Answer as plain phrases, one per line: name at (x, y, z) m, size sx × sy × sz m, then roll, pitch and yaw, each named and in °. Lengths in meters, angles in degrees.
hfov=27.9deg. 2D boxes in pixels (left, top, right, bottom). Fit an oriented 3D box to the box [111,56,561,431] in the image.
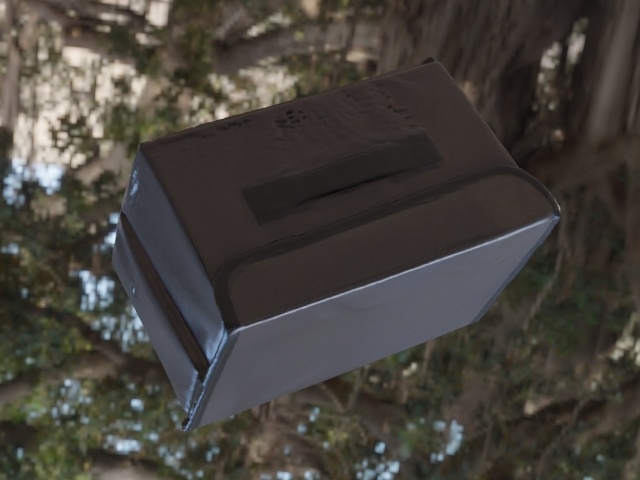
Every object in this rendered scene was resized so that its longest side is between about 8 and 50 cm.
box at (0.000, 0.000, 0.893) m, size 0.252 × 0.188 × 0.153 m, roll -20°, pitch -112°, yaw -24°
